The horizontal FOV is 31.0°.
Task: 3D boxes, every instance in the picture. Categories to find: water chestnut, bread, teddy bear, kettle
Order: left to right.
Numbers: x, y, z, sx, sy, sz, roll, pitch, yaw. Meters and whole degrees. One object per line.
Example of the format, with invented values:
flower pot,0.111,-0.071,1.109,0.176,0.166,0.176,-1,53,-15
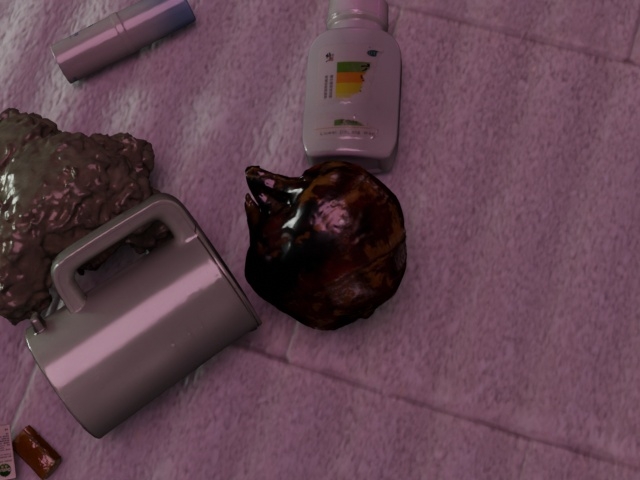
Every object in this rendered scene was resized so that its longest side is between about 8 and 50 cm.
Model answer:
bread,-0.453,0.338,1.836,0.083,0.036,0.047,40,82,18
teddy bear,-0.445,-0.083,1.900,0.357,0.224,0.367,-29,45,-18
kettle,-0.288,0.113,1.795,0.318,0.205,0.265,-33,86,-5
water chestnut,0.000,0.000,1.781,0.244,0.289,0.289,3,71,-20

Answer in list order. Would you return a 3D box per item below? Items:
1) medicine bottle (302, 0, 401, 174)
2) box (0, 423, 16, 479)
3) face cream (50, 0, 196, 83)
medicine bottle,0.057,-0.264,1.942,0.161,0.111,0.296,3,72,7
box,-0.546,0.339,1.804,0.125,0.043,0.089,-2,77,-30
face cream,-0.346,-0.365,2.028,0.250,0.077,0.077,-27,72,-3
